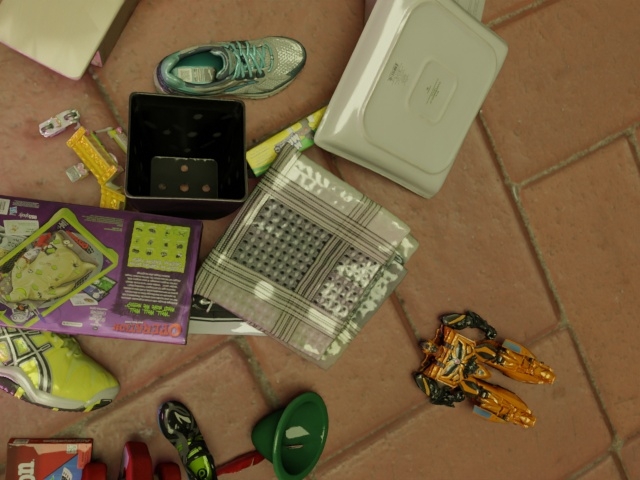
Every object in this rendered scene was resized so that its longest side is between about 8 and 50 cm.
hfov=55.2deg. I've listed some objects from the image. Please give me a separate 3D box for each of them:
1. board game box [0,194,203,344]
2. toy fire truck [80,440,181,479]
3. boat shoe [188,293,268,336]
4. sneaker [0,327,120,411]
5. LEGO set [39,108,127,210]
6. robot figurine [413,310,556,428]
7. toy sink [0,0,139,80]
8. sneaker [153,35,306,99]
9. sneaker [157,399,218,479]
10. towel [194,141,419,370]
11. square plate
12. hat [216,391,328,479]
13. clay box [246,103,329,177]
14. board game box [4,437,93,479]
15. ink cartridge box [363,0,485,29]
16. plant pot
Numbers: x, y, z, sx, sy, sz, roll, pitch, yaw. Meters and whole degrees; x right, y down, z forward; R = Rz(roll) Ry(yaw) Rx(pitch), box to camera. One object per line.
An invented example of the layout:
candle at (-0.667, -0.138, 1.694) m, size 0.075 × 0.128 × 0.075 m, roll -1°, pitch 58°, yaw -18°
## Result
board game box at (-0.377, 0.049, 0.989) m, size 0.347 × 0.056 × 0.208 m, roll 8°, pitch 73°, yaw -7°
toy fire truck at (-0.325, 0.518, 1.039) m, size 0.170 × 0.254 × 0.302 m, roll 11°, pitch 91°, yaw -25°
boat shoe at (-0.207, 0.117, 1.123) m, size 0.307 × 0.113 × 0.104 m, roll 6°, pitch 87°, yaw -17°
sneaker at (-0.504, 0.158, 1.035) m, size 0.385 × 0.145 × 0.147 m, roll 34°, pitch 86°, yaw -16°
LEGO set at (-0.373, -0.099, 1.088) m, size 0.132 × 0.107 × 0.286 m, roll -12°, pitch 105°, yaw 22°
robot figurine at (0.341, 0.274, 1.286) m, size 0.291 × 0.085 × 0.211 m, roll 25°, pitch 87°, yaw -15°
toy sink at (-0.412, -0.386, 1.019) m, size 0.153 × 0.131 × 0.234 m, roll 27°, pitch 83°, yaw -15°
sneaker at (-0.153, -0.305, 1.094) m, size 0.283 × 0.122 × 0.110 m, roll -16°, pitch 98°, yaw -13°
sneaker at (-0.240, 0.381, 1.141) m, size 0.067 × 0.078 × 0.188 m, roll -26°, pitch 88°, yaw -34°
towel at (-0.016, 0.043, 1.077) m, size 0.324 × 0.056 × 0.312 m, roll 34°, pitch 94°, yaw -21°
square plate at (0.190, -0.274, 1.127) m, size 0.344 × 0.049 × 0.347 m, roll 19°, pitch 100°, yaw -41°
hat at (-0.114, 0.378, 1.213) m, size 0.209 × 0.184 × 0.172 m, roll -23°, pitch 112°, yaw -53°
clay box at (-0.044, -0.191, 1.129) m, size 0.222 × 0.127 × 0.053 m, roll -31°, pitch 102°, yaw -9°
board game box at (-0.505, 0.504, 1.123) m, size 0.145 × 0.027 × 0.281 m, roll 5°, pitch 93°, yaw -14°
ink cartridge box at (0.196, -0.460, 1.144) m, size 0.220 × 0.160 × 0.092 m, roll -18°, pitch 55°, yaw -12°
plant pot at (-0.229, -0.124, 1.051) m, size 0.188 × 0.167 × 0.187 m, roll 1°, pitch 71°, yaw -13°
